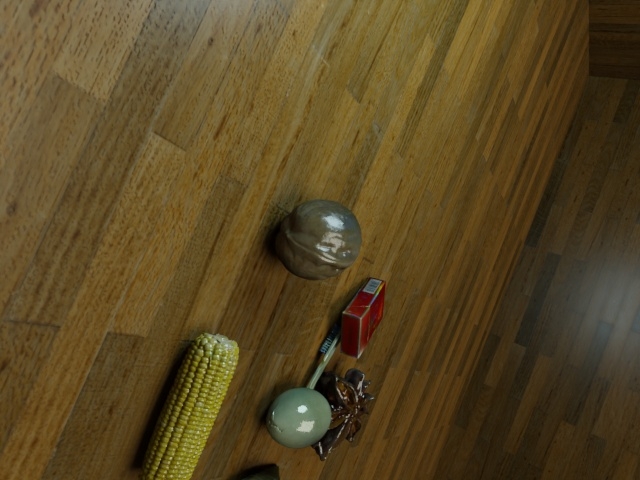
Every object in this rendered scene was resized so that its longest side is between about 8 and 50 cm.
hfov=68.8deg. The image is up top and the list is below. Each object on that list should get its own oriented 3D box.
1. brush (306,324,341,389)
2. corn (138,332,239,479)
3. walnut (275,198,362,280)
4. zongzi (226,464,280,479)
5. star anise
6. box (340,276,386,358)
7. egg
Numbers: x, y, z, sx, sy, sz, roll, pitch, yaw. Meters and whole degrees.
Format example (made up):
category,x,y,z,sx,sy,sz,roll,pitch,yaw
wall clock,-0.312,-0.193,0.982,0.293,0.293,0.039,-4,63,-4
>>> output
category,x,y,z,sx,sy,sz,roll,pitch,yaw
brush,0.003,0.265,1.034,0.178,0.030,0.033,-59,164,-10
corn,-0.196,0.258,0.696,0.081,0.081,0.248,28,84,-57
walnut,-0.001,-0.001,0.796,0.162,0.140,0.140,12,97,-41
zongzi,-0.086,0.508,0.917,0.176,0.160,0.078,8,96,-55
star anise,0.033,0.398,1.094,0.214,0.099,0.220,14,100,-43
box,0.101,0.173,1.072,0.175,0.048,0.112,-44,141,-55
egg,-0.044,0.354,0.934,0.152,0.114,0.114,14,95,-48
